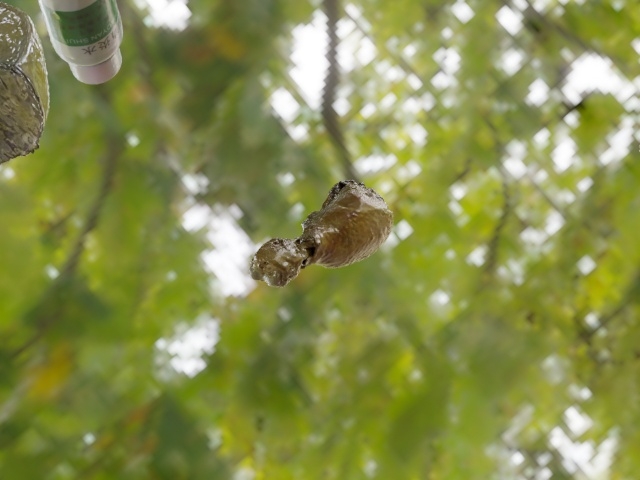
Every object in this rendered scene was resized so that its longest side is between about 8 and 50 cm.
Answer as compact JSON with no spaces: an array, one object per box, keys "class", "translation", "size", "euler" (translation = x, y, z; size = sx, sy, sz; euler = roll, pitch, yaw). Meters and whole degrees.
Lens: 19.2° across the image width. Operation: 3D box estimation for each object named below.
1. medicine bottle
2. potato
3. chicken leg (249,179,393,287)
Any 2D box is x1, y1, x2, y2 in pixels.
[{"class":"medicine bottle","translation":[-0.298,-0.291,2.320],"size":[0.095,0.095,0.260],"euler":[-37,-24,-15]},{"class":"potato","translation":[-0.284,-0.134,1.514],"size":[0.100,0.261,0.120],"euler":[-58,-41,-32]},{"class":"chicken leg","translation":[0.003,0.000,2.235],"size":[0.251,0.087,0.107],"euler":[-29,-40,-52]}]
